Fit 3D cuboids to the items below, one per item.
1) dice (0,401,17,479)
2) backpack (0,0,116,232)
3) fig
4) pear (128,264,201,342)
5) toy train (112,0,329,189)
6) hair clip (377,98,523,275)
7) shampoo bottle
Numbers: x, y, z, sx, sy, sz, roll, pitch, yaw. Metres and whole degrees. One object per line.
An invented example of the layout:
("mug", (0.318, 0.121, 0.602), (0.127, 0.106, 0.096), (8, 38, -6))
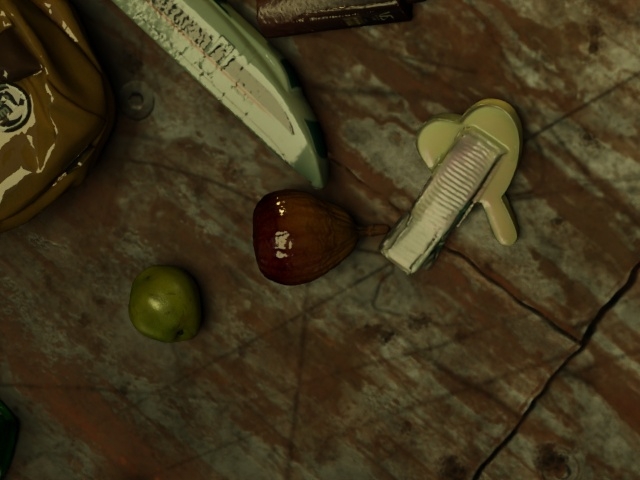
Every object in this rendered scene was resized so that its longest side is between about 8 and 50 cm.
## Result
("dice", (-0.457, 0.251, 2.005), (0.131, 0.128, 0.120), (21, 103, 13))
("backpack", (-0.438, -0.179, 1.886), (0.353, 0.201, 0.378), (-40, 85, -2))
("fig", (-0.013, 0.004, 1.867), (0.153, 0.119, 0.119), (17, 106, -30))
("pear", (-0.182, 0.077, 1.924), (0.097, 0.092, 0.092), (36, 105, 10))
("toy train", (-0.119, -0.224, 1.869), (0.407, 0.086, 0.088), (44, 102, 7))
("hair clip", (0.158, -0.055, 1.814), (0.159, 0.071, 0.218), (34, 111, 5))
("shampoo bottle", (0.048, -0.271, 1.823), (0.236, 0.068, 0.067), (-6, 95, 19))
